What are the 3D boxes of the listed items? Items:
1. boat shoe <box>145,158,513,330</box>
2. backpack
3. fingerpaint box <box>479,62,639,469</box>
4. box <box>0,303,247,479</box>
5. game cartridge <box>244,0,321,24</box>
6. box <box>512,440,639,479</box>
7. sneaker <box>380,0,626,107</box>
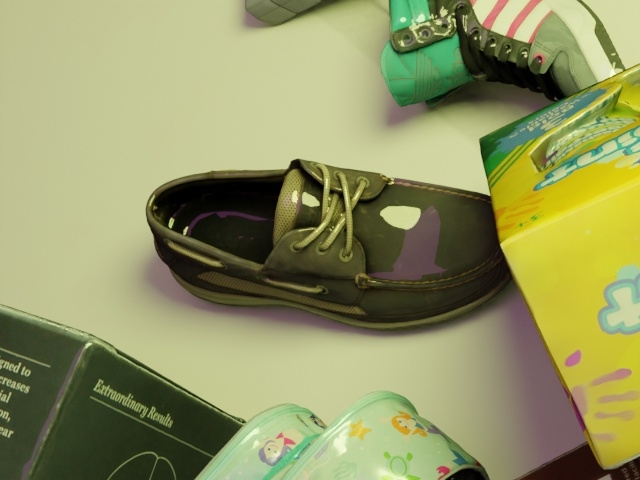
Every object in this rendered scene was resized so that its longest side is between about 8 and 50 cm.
[{"bbox_3d":[0.000,0.000,1.216,0.355,0.130,0.132,-2,68,24],"label":"boat shoe"},{"bbox_3d":[0.006,0.233,1.061,0.253,0.225,0.191,-44,63,-2],"label":"backpack"},{"bbox_3d":[0.339,-0.067,0.921,0.444,0.371,0.163,-25,101,10],"label":"fingerpaint box"},{"bbox_3d":[-0.263,0.272,1.128,0.212,0.293,0.396,15,75,29],"label":"box"},{"bbox_3d":[0.019,-0.415,1.386,0.230,0.068,0.355,-23,57,44],"label":"game cartridge"},{"bbox_3d":[0.263,0.213,0.936,0.167,0.203,0.169,-35,60,28],"label":"box"},{"bbox_3d":[0.148,-0.161,1.216,0.178,0.124,0.296,-31,51,4],"label":"sneaker"}]
